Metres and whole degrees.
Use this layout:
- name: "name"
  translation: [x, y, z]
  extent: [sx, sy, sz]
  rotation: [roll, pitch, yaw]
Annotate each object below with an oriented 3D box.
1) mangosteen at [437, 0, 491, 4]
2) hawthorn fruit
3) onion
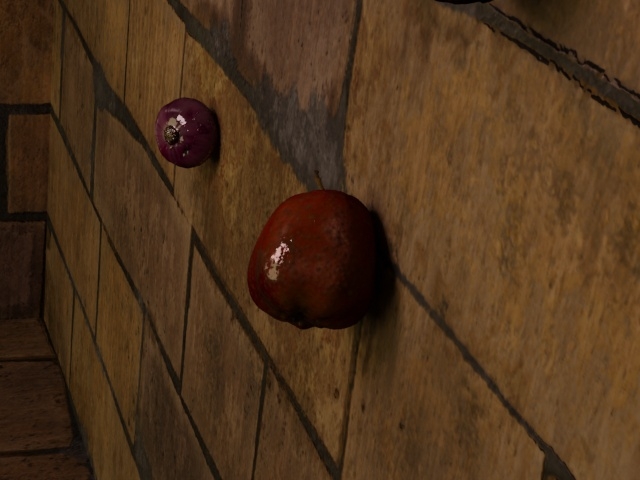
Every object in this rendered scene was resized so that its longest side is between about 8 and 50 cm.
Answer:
- name: "mangosteen"
  translation: [0.110, -0.285, 1.145]
  extent: [0.166, 0.180, 0.166]
  rotation: [-2, 88, 62]
- name: "hawthorn fruit"
  translation: [0.000, 0.000, 1.560]
  extent: [0.162, 0.162, 0.203]
  rotation: [149, 135, -67]
- name: "onion"
  translation: [-0.213, -0.173, 2.175]
  extent: [0.104, 0.115, 0.115]
  rotation: [-11, -79, -65]
